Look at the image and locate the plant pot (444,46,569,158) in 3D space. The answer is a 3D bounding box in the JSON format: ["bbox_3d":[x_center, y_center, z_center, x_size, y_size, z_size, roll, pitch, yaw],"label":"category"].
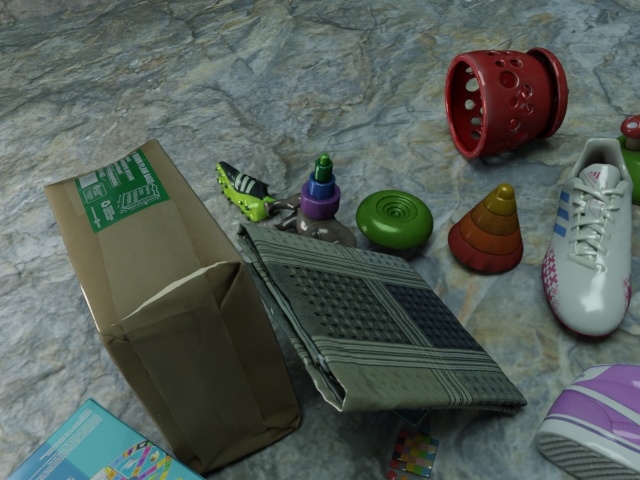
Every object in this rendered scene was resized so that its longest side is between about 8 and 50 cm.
[{"bbox_3d":[0.342,-0.255,1.093,0.174,0.191,0.191,-8,42,-7],"label":"plant pot"}]

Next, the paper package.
[{"bbox_3d":[-0.189,0.079,0.771,0.168,0.309,0.325,-27,43,-15],"label":"paper package"}]

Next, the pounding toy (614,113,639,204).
[{"bbox_3d":[0.565,-0.136,0.961,0.183,0.110,0.236,-16,42,-3],"label":"pounding toy"}]

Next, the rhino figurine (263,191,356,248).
[{"bbox_3d":[0.000,0.000,0.983,0.106,0.073,0.243,-22,45,-17],"label":"rhino figurine"}]

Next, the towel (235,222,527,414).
[{"bbox_3d":[0.066,0.102,0.749,0.324,0.056,0.312,14,27,-38],"label":"towel"}]

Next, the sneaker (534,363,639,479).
[{"bbox_3d":[0.397,0.222,0.630,0.282,0.102,0.161,27,53,35],"label":"sneaker"}]

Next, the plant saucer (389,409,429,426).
[{"bbox_3d":[0.070,0.183,0.807,0.192,0.018,0.067,27,49,35],"label":"plant saucer"}]

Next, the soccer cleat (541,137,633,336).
[{"bbox_3d":[0.388,-0.021,0.857,0.116,0.143,0.331,6,46,20],"label":"soccer cleat"}]

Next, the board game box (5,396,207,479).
[{"bbox_3d":[-0.237,0.351,0.643,0.336,0.079,0.254,17,50,36],"label":"board game box"}]

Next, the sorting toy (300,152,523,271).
[{"bbox_3d":[0.148,-0.065,0.924,0.366,0.126,0.127,14,45,8],"label":"sorting toy"}]

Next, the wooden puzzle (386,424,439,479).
[{"bbox_3d":[0.115,0.260,0.725,0.049,0.006,0.083,8,47,22],"label":"wooden puzzle"}]

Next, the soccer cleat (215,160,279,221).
[{"bbox_3d":[-0.143,-0.099,1.140,0.072,0.060,0.179,-23,49,-25],"label":"soccer cleat"}]
